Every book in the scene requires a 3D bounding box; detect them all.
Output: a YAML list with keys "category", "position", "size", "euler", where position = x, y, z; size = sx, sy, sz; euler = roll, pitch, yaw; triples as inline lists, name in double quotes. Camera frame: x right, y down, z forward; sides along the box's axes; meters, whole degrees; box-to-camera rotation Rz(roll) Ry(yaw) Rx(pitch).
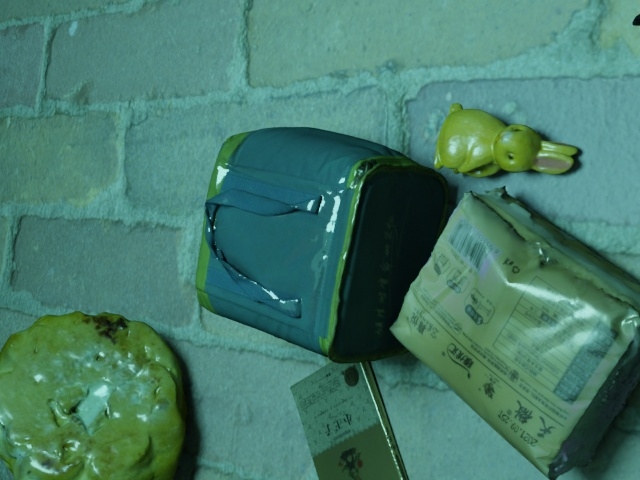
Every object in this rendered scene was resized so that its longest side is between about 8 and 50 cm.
- category: "book"
  position: [0.035, 0.253, 1.284]
  size: [0.138, 0.016, 0.198]
  euler: [-35, 64, 37]

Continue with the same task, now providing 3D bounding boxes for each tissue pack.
- category: "tissue pack"
  position: [0.214, 0.089, 1.056]
  size: [0.257, 0.123, 0.215]
  euler: [43, 117, 38]

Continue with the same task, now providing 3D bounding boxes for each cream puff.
- category: "cream puff"
  position: [-0.356, 0.282, 1.517]
  size: [0.324, 0.291, 0.257]
  euler: [46, 148, 20]

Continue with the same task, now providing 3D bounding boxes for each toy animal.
- category: "toy animal"
  position: [0.210, -0.109, 1.118]
  size: [0.159, 0.070, 0.083]
  euler: [11, 92, 39]

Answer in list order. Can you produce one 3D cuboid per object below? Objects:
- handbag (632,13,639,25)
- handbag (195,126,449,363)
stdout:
- category: "handbag"
  position: [0.427, -0.198, 0.900]
  size: [0.254, 0.089, 0.211]
  euler: [-38, 56, 36]
- category: "handbag"
  position: [0.000, 0.000, 1.203]
  size: [0.241, 0.222, 0.263]
  euler: [19, 101, 38]
